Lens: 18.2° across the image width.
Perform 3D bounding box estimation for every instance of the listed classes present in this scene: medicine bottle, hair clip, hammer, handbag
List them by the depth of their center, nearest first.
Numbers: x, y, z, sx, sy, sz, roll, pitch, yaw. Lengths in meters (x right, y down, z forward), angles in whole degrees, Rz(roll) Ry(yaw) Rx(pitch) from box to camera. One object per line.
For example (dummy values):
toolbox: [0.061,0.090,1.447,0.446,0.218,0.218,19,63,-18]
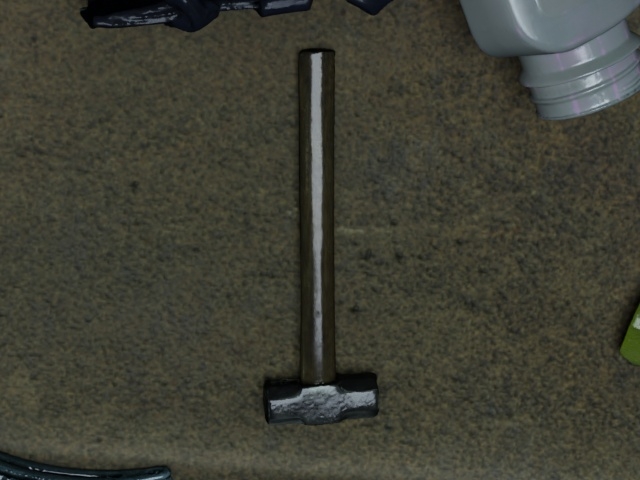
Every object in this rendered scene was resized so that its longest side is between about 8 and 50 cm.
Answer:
handbag: [-0.053,-0.247,1.671,0.303,0.329,0.122,-6,103,-7]
medicine bottle: [0.195,-0.274,1.795,0.179,0.124,0.324,-35,110,-34]
hammer: [0.000,0.000,1.898,0.111,0.043,0.365,-2,104,-8]
hair clip: [-0.279,0.214,1.918,0.275,0.048,0.083,14,101,-18]

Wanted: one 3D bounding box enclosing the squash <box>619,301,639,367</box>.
squash: [0.401,0.116,1.976,0.200,0.075,0.090,26,82,7]
